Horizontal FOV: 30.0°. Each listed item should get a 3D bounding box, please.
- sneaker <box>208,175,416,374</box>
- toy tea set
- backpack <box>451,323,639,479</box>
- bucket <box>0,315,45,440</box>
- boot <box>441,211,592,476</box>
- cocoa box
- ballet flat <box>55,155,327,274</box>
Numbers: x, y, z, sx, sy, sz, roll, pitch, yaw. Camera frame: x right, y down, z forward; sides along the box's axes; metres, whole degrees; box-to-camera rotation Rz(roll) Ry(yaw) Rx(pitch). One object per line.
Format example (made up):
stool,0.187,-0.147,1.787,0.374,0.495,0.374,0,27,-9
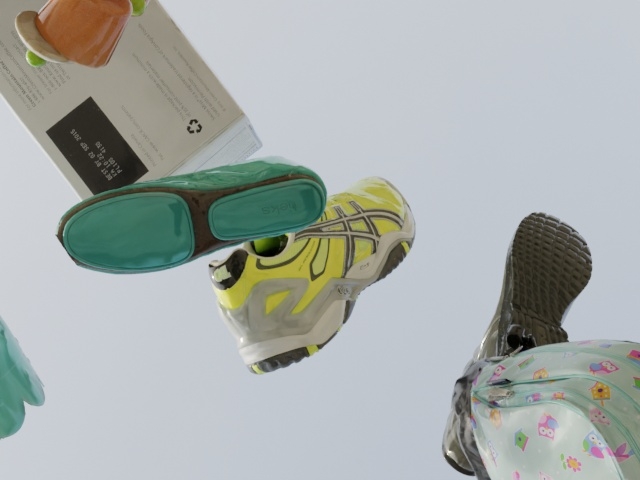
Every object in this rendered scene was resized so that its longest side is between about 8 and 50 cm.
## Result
sneaker,0.000,0.000,1.433,0.147,0.145,0.385,60,-148,-15
toy tea set,-0.249,-0.261,1.153,0.200,0.124,0.336,35,-152,-14
backpack,0.183,0.138,0.825,0.115,0.182,0.152,-37,-82,-32
bucket,-0.412,0.121,1.109,0.281,0.281,0.183,-32,-74,-31
boot,0.174,0.093,1.136,0.083,0.161,0.246,29,-137,-4
cocoa box,-0.272,-0.204,1.550,0.231,0.228,0.347,-38,-96,0
ballet flat,-0.118,-0.026,1.087,0.247,0.083,0.087,-11,-159,-15
